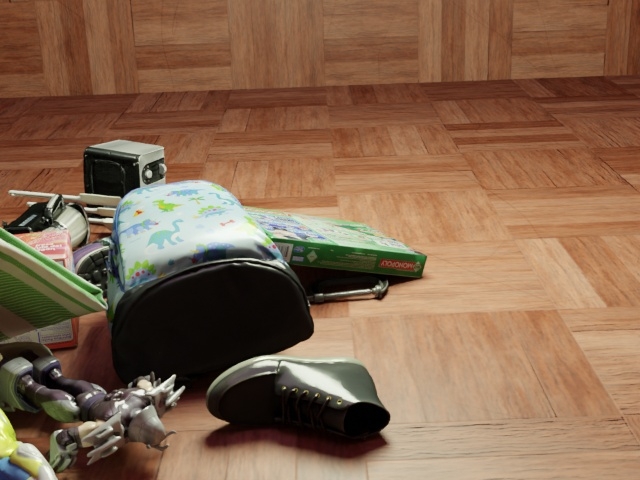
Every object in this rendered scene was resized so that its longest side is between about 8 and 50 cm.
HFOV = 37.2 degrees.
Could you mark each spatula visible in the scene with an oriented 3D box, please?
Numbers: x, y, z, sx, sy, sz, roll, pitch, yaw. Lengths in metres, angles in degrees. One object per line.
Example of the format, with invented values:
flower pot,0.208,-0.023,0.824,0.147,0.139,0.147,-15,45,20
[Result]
spatula,-0.485,-0.058,1.900,0.242,0.019,0.168,4,-19,11

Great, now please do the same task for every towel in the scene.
towel,-0.481,0.089,1.262,0.325,0.248,0.038,-20,58,18

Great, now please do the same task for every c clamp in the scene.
c clamp,0.042,0.087,1.610,0.160,0.022,0.137,-8,15,-10

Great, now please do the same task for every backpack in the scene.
backpack,-0.199,0.049,1.452,0.290,0.273,0.355,-13,9,-11

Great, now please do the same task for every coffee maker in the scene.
coffee maker,-0.538,0.005,1.785,0.171,0.120,0.178,-24,15,13

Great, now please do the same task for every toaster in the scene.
toaster,-0.414,-0.117,2.006,0.185,0.168,0.110,10,21,28

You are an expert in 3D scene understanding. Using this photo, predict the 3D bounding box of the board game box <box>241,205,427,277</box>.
board game box,0.000,0.000,1.673,0.317,0.046,0.213,7,12,-32

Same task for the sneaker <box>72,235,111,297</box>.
sneaker,-0.345,0.015,1.728,0.283,0.107,0.124,-19,20,-39

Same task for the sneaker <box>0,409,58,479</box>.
sneaker,-0.370,0.276,1.059,0.126,0.091,0.240,-35,34,-25

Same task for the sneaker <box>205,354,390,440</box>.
sneaker,-0.028,0.202,1.197,0.222,0.083,0.118,-7,21,-15

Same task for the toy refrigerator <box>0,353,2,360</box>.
toy refrigerator,-0.508,0.191,1.106,0.094,0.102,0.269,12,47,33

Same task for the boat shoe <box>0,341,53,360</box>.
boat shoe,-0.488,0.180,1.310,0.227,0.079,0.081,-16,28,-25

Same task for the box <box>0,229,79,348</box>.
box,-0.531,0.088,1.467,0.300,0.154,0.142,-7,20,-10

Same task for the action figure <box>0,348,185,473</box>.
action figure,-0.295,0.209,1.199,0.285,0.099,0.185,15,19,30
